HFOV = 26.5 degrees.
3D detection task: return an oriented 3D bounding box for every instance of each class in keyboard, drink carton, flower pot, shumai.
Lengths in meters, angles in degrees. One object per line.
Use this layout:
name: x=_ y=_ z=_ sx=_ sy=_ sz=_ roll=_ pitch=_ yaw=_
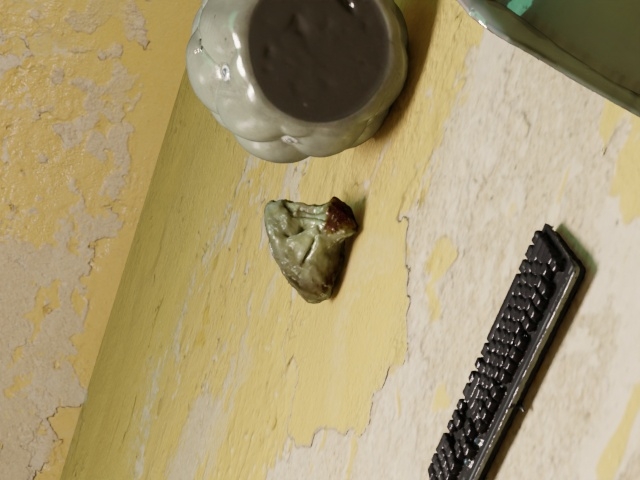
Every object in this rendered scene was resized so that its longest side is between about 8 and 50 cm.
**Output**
keyboard: x=0.134 y=0.102 z=1.014 sx=0.093 sy=0.025 sz=0.230 roll=-107 pitch=36 yaw=-67
drink carton: x=0.198 y=-0.189 z=0.840 sx=0.189 sy=0.191 sz=0.185 roll=-59 pitch=16 yaw=13
flower pot: x=-0.025 y=-0.204 z=1.467 sx=0.195 sy=0.246 sz=0.246 roll=-164 pitch=91 yaw=-76
shumai: x=0.000 y=0.000 z=1.481 sx=0.087 sy=0.123 sz=0.099 roll=-24 pitch=14 yaw=17
